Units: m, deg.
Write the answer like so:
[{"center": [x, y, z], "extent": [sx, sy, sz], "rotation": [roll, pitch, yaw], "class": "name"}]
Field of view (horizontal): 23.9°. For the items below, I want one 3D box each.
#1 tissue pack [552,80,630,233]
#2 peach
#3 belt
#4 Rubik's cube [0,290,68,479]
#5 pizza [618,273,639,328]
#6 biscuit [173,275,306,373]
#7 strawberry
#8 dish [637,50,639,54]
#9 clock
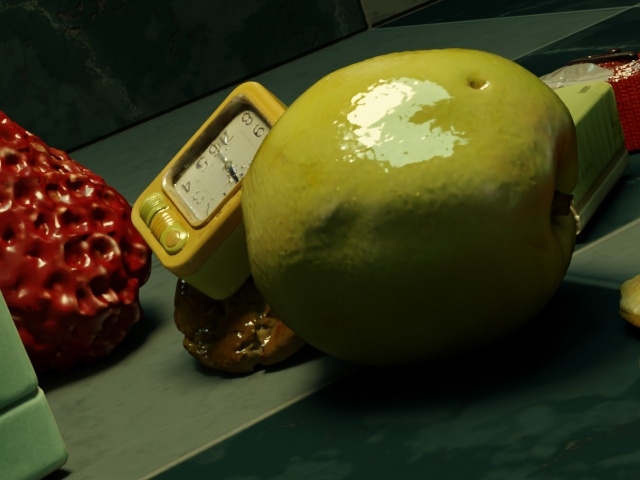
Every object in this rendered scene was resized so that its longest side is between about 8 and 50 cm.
[{"center": [0.242, -0.084, 1.713], "extent": [0.159, 0.125, 0.234], "rotation": [-11, 16, 30], "class": "tissue pack"}, {"center": [0.085, -0.024, 1.395], "extent": [0.316, 0.281, 0.314], "rotation": [-8, -16, 7], "class": "peach"}, {"center": [0.370, -0.182, 1.920], "extent": [0.201, 0.124, 0.128], "rotation": [-3, 20, 45], "class": "belt"}, {"center": [-0.488, 0.136, 1.447], "extent": [0.316, 0.321, 0.319], "rotation": [-30, 17, -33], "class": "Rubik's cube"}, {"center": [0.361, 0.027, 1.334], "extent": [0.181, 0.034, 0.262], "rotation": [-9, 18, 33], "class": "pizza"}, {"center": [-0.071, 0.040, 1.598], "extent": [0.226, 0.042, 0.226], "rotation": [-20, 52, 28], "class": "biscuit"}, {"center": [-0.367, -0.019, 1.809], "extent": [0.295, 0.345, 0.317], "rotation": [-20, 14, 3], "class": "strawberry"}, {"center": [0.453, -0.227, 2.069], "extent": [0.141, 0.078, 0.141], "rotation": [-18, 15, 5], "class": "dish"}, {"center": [-0.091, -0.052, 1.576], "extent": [0.202, 0.096, 0.143], "rotation": [-47, 40, 5], "class": "clock"}]
